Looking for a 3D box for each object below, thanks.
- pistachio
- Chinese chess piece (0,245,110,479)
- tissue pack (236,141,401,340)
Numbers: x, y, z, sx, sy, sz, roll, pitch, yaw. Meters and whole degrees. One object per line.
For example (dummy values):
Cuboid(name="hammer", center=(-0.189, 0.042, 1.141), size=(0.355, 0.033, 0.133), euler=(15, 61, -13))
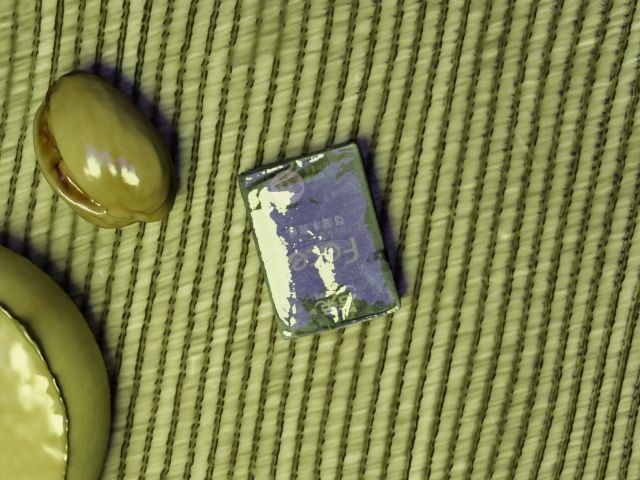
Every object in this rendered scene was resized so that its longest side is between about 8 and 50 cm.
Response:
Cuboid(name="pistachio", center=(-0.187, -0.078, 0.949), size=(0.113, 0.113, 0.149), euler=(-26, 88, 6))
Cuboid(name="Chinese chess piece", center=(-0.357, 0.157, 0.970), size=(0.338, 0.140, 0.338), euler=(1, 99, 4))
Cuboid(name="tissue pack", center=(0.000, 0.000, 0.971), size=(0.112, 0.051, 0.156), euler=(-15, 96, 4))
